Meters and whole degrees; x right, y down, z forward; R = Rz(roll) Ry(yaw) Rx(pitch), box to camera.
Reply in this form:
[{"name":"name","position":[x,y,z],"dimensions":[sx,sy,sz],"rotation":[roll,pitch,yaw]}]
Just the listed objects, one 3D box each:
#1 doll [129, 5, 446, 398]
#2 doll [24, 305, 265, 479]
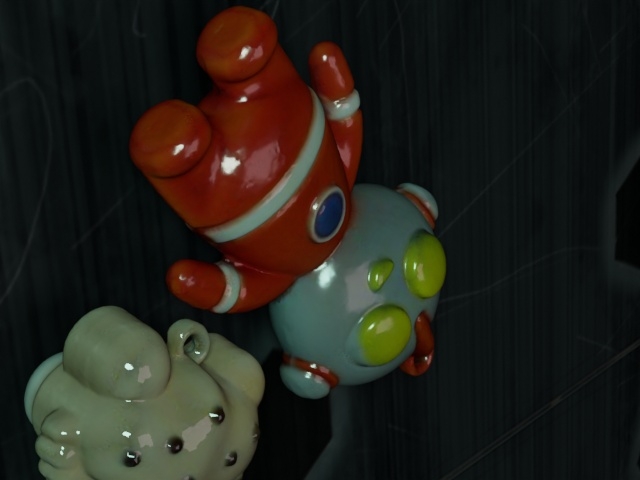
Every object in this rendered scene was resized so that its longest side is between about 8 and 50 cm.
[{"name":"doll","position":[0.000,0.000,1.032],"dimensions":[0.200,0.105,0.336],"rotation":[-58,138,-20]},{"name":"doll","position":[-0.140,0.169,0.926],"dimensions":[0.278,0.119,0.154],"rotation":[-57,138,-6]}]
